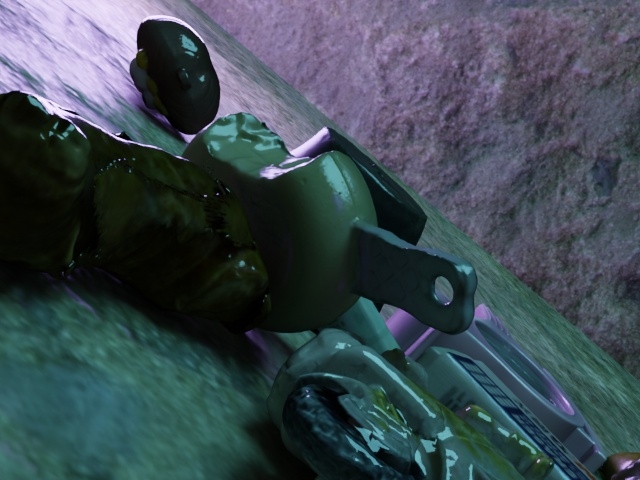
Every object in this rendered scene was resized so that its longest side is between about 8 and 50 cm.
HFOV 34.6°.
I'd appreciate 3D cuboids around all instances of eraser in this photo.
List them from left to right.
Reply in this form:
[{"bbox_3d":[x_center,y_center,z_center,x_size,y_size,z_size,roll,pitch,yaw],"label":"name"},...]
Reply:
[{"bbox_3d":[0.185,0.216,0.901,0.279,0.081,0.124,47,10,25],"label":"eraser"}]

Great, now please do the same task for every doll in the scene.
[{"bbox_3d":[-0.179,-0.189,1.241,0.188,0.096,0.145,135,-66,-73],"label":"doll"}]

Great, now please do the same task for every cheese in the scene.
[{"bbox_3d":[0.000,0.000,0.755,0.082,0.163,0.286,-17,24,-41],"label":"cheese"}]

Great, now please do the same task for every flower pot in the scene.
[{"bbox_3d":[0.012,-0.018,1.051,0.235,0.148,0.235,41,9,-8],"label":"flower pot"}]

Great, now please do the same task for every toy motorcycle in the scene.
[{"bbox_3d":[0.073,0.151,0.708,0.340,0.108,0.223,35,4,-36],"label":"toy motorcycle"}]

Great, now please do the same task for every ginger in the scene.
[{"bbox_3d":[-0.132,-0.017,0.630,0.133,0.107,0.309,42,6,28],"label":"ginger"}]

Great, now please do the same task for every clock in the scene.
[{"bbox_3d":[0.189,0.144,1.221,0.275,0.080,0.290,40,10,-12],"label":"clock"}]

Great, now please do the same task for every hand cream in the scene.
[{"bbox_3d":[0.026,0.073,0.849,0.050,0.078,0.205,-32,91,-42],"label":"hand cream"}]

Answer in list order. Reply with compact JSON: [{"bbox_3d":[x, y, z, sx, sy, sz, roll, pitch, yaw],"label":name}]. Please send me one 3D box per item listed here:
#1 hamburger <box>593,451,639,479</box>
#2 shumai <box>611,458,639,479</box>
[{"bbox_3d":[0.427,0.339,1.146,0.285,0.134,0.265,35,14,-43],"label":"hamburger"},{"bbox_3d":[0.234,0.219,0.505,0.267,0.314,0.262,32,2,20],"label":"shumai"}]
